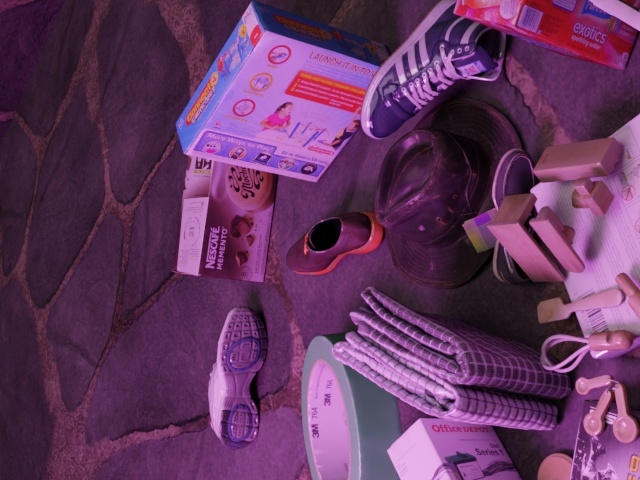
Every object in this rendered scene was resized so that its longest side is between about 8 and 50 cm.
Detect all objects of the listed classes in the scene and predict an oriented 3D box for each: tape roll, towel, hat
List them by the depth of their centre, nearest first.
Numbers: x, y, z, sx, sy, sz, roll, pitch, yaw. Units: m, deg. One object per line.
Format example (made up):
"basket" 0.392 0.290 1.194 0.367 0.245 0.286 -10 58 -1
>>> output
"towel" 0.194 0.173 1.401 0.284 0.235 0.121 26 100 50
"towel" 0.270 -0.020 1.468 0.083 0.009 0.060 -26 102 18
"hat" 0.173 -0.084 1.557 0.331 0.134 0.331 -12 75 50
"tape roll" 0.047 0.317 1.597 0.321 0.077 0.321 177 90 -73

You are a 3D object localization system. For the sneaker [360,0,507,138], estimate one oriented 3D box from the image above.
"sneaker" 0.190 -0.268 1.556 0.282 0.099 0.153 -53 44 5

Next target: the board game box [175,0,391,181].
"board game box" -0.062 -0.262 1.752 0.302 0.308 0.086 -50 46 34

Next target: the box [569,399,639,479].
"box" 0.430 0.320 1.211 0.231 0.056 0.183 12 93 53

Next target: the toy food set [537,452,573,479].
"toy food set" 0.344 0.346 1.346 0.082 0.020 0.083 14 94 52

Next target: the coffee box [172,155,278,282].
"coffee box" -0.199 -0.066 2.007 0.119 0.168 0.297 8 89 53

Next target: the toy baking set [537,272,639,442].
"toy baking set" 0.377 0.145 1.238 0.197 0.030 0.256 -53 46 33

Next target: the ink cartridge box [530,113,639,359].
"ink cartridge box" 0.425 -0.011 1.276 0.239 0.060 0.275 -39 54 41

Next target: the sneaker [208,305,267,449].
"sneaker" -0.193 0.283 1.990 0.129 0.111 0.297 5 87 58

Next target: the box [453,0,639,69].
"box" 0.325 -0.332 1.303 0.123 0.257 0.128 31 108 48

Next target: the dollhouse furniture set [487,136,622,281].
"dollhouse furniture set" 0.349 -0.039 1.311 0.144 0.123 0.151 -4 46 53

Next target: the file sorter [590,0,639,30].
"file sorter" 0.507 -0.278 1.114 0.277 0.193 0.173 51 120 44

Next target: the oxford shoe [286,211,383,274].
"oxford shoe" 0.000 0.000 1.790 0.271 0.098 0.097 -29 62 50

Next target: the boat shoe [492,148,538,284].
"boat shoe" 0.302 -0.035 1.417 0.065 0.075 0.206 -158 70 -74

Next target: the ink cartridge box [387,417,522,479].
"ink cartridge box" 0.219 0.373 1.389 0.092 0.160 0.219 -53 47 31
